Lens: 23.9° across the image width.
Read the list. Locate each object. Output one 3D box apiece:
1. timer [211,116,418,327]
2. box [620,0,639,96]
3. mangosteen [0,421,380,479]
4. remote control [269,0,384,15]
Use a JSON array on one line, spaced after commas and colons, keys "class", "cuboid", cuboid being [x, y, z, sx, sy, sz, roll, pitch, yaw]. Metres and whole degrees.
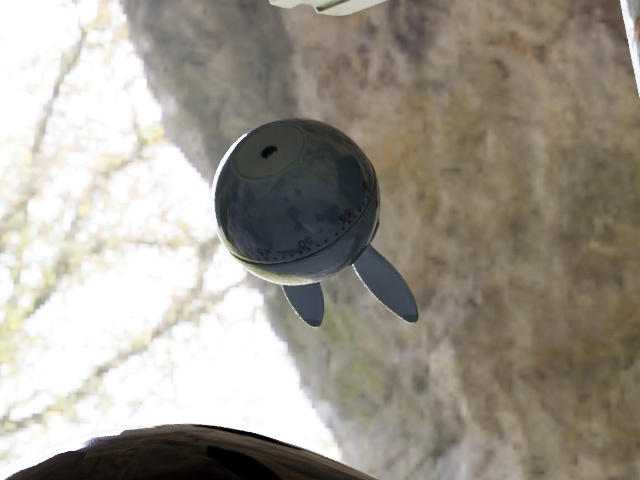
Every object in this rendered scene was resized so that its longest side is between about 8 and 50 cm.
[{"class": "timer", "cuboid": [-0.001, -0.022, 1.458, 0.175, 0.175, 0.255, -6, -20, 25]}, {"class": "box", "cuboid": [0.409, -0.207, 1.364, 0.122, 0.385, 0.344, 2, -28, -14]}, {"class": "mangosteen", "cuboid": [-0.052, 0.212, 0.558, 0.297, 0.296, 0.313, 3, -15, -2]}, {"class": "remote control", "cuboid": [0.053, -0.170, 0.653, 0.056, 0.102, 0.277, 7, -4, -23]}]
